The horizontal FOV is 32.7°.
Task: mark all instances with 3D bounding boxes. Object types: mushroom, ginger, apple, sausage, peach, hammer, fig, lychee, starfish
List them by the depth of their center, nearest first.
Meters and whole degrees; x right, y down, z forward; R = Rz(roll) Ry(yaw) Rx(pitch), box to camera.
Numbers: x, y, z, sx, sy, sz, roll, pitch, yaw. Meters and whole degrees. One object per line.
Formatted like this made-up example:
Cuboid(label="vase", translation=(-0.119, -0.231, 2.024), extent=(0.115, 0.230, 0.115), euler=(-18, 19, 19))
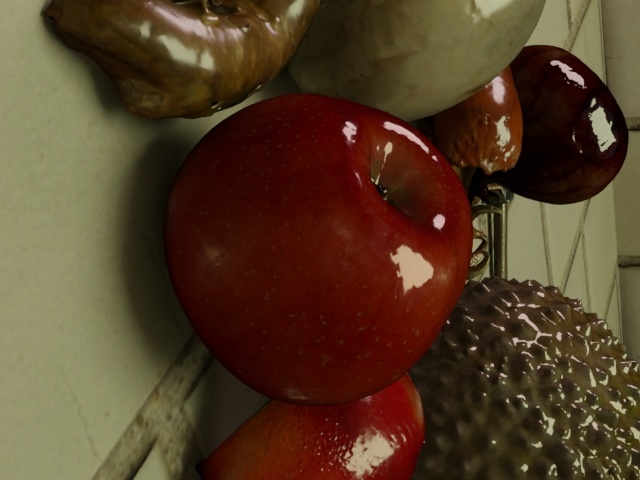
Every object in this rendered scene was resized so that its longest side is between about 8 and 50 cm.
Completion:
Cuboid(label="ginger", translation=(-0.088, -0.171, 0.893), extent=(0.309, 0.107, 0.133), euler=(-46, 146, -54))
Cuboid(label="apple", translation=(0.000, 0.000, 0.910), extent=(0.260, 0.216, 0.260), euler=(24, 49, -30))
Cuboid(label="peach", translation=(0.009, 0.189, 1.014), extent=(0.154, 0.159, 0.267), euler=(-50, 170, 28))
Cuboid(label="mushroom", translation=(0.066, -0.268, 1.075), extent=(0.290, 0.298, 0.297), euler=(44, 45, -23))
Cuboid(label="sausage", translation=(0.166, -0.199, 1.244), extent=(0.330, 0.102, 0.102), euler=(-91, 166, -46))
Cuboid(label="lychee", translation=(0.238, 0.241, 1.342), extent=(0.380, 0.432, 0.380), euler=(-42, 153, -27))
Cuboid(label="fig", translation=(0.314, -0.155, 1.531), extent=(0.215, 0.235, 0.235), euler=(-22, 117, -26))
Cuboid(label="starfish", translation=(0.241, -0.018, 1.709), extent=(0.190, 0.074, 0.146), euler=(-46, 145, -78))
Cuboid(label="hammer", translation=(0.331, 0.063, 2.005), extent=(0.111, 0.044, 0.365), euler=(-34, 124, -65))

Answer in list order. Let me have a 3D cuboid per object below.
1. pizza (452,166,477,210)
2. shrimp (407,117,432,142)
Cuboid(label="pizza", translation=(0.164, -0.139, 1.537), extent=(0.435, 0.080, 0.391), euler=(43, 52, -59))
Cuboid(label="shrimp", translation=(0.053, 0.008, 1.236), extent=(0.364, 0.071, 0.233), euler=(-59, 165, -24))
